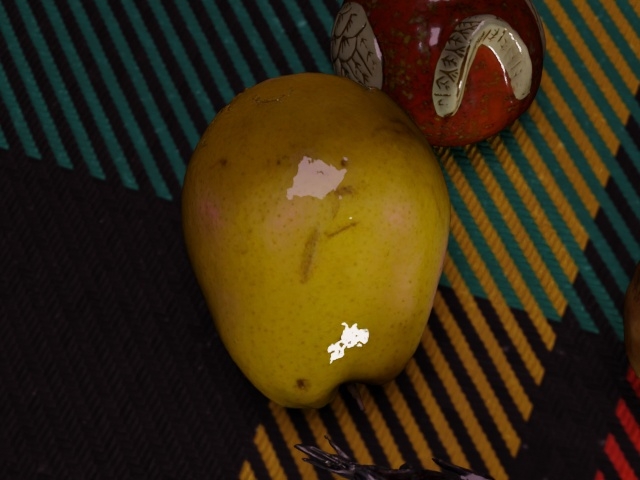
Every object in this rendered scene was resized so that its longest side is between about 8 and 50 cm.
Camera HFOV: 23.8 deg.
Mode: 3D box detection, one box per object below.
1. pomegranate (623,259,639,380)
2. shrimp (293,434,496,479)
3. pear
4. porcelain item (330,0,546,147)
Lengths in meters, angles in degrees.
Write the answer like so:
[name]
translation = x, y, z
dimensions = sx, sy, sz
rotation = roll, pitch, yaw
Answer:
[pomegranate]
translation = 0.424, 0.069, 1.498
dimensions = 0.260, 0.260, 0.260
rotation = -2, 64, 3
[shrimp]
translation = 0.133, 0.309, 1.451
dimensions = 0.372, 0.137, 0.172
rotation = 18, 50, 11
[pear]
translation = -0.007, -0.004, 1.568
dimensions = 0.284, 0.285, 0.336
rotation = 11, 102, 9
[porcelain item]
translation = 0.134, -0.237, 1.662
dimensions = 0.253, 0.253, 0.253
rotation = -2, 64, 3
